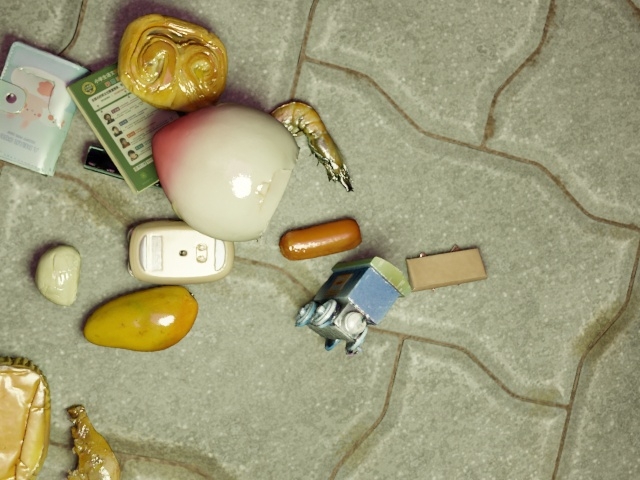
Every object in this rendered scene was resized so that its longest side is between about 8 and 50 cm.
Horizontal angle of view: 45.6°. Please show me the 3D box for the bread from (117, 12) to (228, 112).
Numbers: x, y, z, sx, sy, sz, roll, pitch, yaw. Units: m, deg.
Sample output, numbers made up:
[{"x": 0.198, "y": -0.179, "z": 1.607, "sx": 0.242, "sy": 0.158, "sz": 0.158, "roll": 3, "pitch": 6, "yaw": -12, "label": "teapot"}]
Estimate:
[{"x": -0.316, "y": -0.379, "z": 1.630, "sx": 0.236, "sy": 0.120, "sz": 0.198, "roll": 12, "pitch": 79, "yaw": -27, "label": "bread"}]

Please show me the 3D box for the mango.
[{"x": -0.390, "y": 0.180, "z": 1.665, "sx": 0.253, "sy": 0.113, "sz": 0.139, "roll": -13, "pitch": 98, "yaw": -8, "label": "mango"}]

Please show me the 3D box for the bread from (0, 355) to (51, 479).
[{"x": -0.671, "y": 0.388, "z": 1.595, "sx": 0.204, "sy": 0.156, "sz": 0.288, "roll": -1, "pitch": 90, "yaw": -21, "label": "bread"}]

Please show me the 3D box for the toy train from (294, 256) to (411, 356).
[{"x": 0.059, "y": 0.139, "z": 1.675, "sx": 0.131, "sy": 0.299, "sz": 0.202, "roll": 41, "pitch": 75, "yaw": -11, "label": "toy train"}]

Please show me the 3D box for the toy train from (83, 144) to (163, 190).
[{"x": -0.392, "y": -0.146, "z": 1.684, "sx": 0.251, "sy": 0.048, "sz": 0.055, "roll": 16, "pitch": 68, "yaw": -18, "label": "toy train"}]

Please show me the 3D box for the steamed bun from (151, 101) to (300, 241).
[{"x": -0.214, "y": -0.156, "z": 1.586, "sx": 0.309, "sy": 0.309, "sz": 0.310, "roll": -1, "pitch": 93, "yaw": -13, "label": "steamed bun"}]

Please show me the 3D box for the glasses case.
[{"x": 0.294, "y": 0.067, "z": 1.845, "sx": 0.193, "sy": 0.070, "sz": 0.103, "roll": -9, "pitch": 67, "yaw": -10, "label": "glasses case"}]

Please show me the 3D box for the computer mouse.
[{"x": -0.309, "y": 0.026, "z": 1.691, "sx": 0.236, "sy": 0.082, "sz": 0.145, "roll": -2, "pitch": 93, "yaw": -12, "label": "computer mouse"}]

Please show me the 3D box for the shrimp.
[{"x": -0.049, "y": -0.184, "z": 1.763, "sx": 0.198, "sy": 0.051, "sz": 0.262, "roll": -35, "pitch": 97, "yaw": -2, "label": "shrimp"}]

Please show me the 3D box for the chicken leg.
[{"x": -0.514, "y": 0.464, "z": 1.673, "sx": 0.101, "sy": 0.085, "sz": 0.208, "roll": -23, "pitch": 88, "yaw": 4, "label": "chicken leg"}]

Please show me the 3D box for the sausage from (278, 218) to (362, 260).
[{"x": 0.000, "y": 0.000, "z": 1.765, "sx": 0.197, "sy": 0.076, "sz": 0.076, "roll": -12, "pitch": 95, "yaw": -10, "label": "sausage"}]

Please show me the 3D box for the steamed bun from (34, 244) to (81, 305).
[{"x": -0.561, "y": 0.074, "z": 1.621, "sx": 0.090, "sy": 0.112, "sz": 0.130, "roll": 7, "pitch": 98, "yaw": -14, "label": "steamed bun"}]

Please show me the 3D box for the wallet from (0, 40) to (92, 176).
[{"x": -0.614, "y": -0.279, "z": 1.616, "sx": 0.176, "sy": 0.075, "sz": 0.251, "roll": 21, "pitch": 88, "yaw": -18, "label": "wallet"}]

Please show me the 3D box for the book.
[{"x": -0.393, "y": -0.261, "z": 1.655, "sx": 0.202, "sy": 0.027, "sz": 0.264, "roll": -37, "pitch": 100, "yaw": -29, "label": "book"}]
